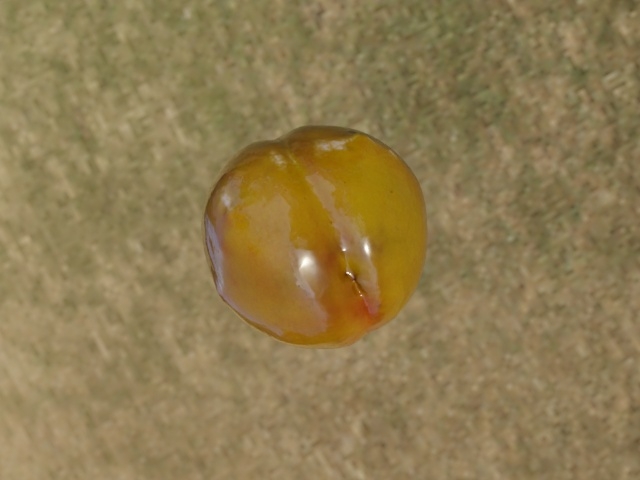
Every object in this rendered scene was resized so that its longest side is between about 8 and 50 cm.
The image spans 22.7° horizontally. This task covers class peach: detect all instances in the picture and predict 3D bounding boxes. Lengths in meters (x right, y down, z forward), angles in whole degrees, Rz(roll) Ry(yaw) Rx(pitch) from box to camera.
[{"bbox_3d":[0.000,0.000,0.953,0.138,0.138,0.138,44,151,33],"label":"peach"}]
